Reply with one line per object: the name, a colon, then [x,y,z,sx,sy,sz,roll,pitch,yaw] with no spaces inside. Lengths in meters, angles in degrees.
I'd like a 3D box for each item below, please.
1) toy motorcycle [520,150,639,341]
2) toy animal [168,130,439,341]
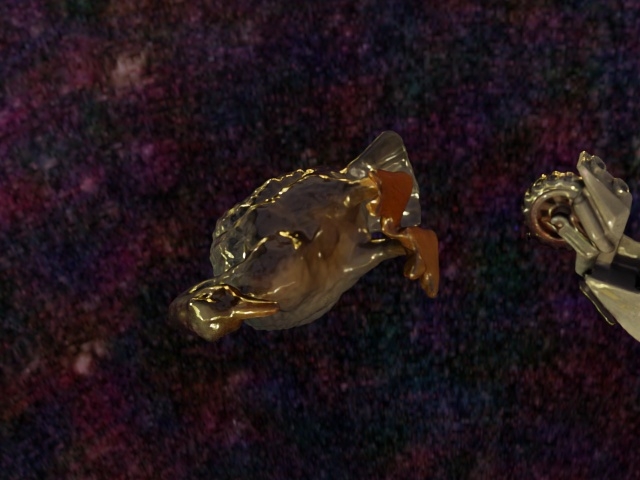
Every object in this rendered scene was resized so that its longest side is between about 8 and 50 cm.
toy motorcycle: [0.260,0.015,0.871,0.215,0.122,0.080,42,35,-7]
toy animal: [0.000,0.000,0.901,0.185,0.122,0.298,-21,17,27]
